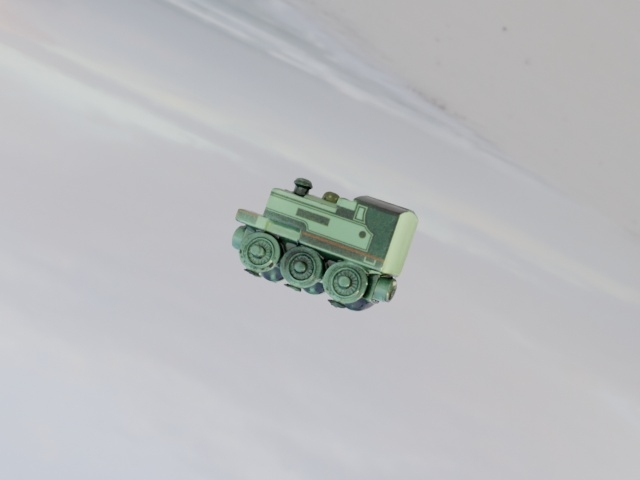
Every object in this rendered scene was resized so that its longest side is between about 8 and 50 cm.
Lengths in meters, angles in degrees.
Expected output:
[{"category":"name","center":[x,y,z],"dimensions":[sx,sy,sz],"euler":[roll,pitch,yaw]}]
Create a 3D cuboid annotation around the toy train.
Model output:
[{"category":"toy train","center":[0.000,0.000,0.500],"dimensions":[0.083,0.053,0.033],"euler":[20,180,22]}]
